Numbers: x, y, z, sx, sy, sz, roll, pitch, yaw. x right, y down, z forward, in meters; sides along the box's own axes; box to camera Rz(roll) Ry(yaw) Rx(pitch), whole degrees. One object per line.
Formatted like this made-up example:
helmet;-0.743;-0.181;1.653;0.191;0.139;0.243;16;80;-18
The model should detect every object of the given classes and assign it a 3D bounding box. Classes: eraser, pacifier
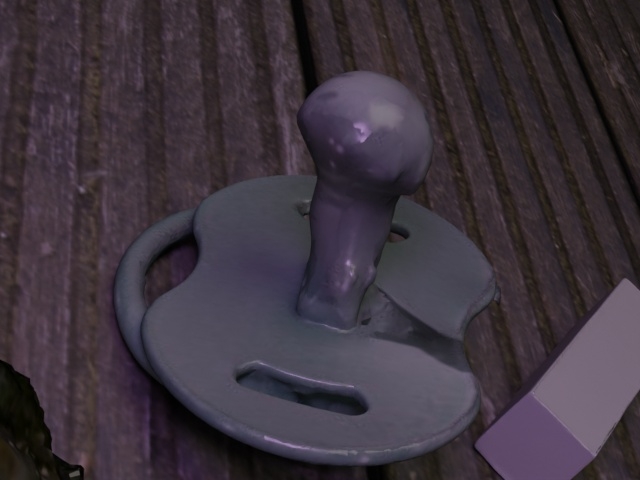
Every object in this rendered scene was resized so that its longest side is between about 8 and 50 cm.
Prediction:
eraser;0.237;0.128;1.290;0.076;0.078;0.298;45;31;7
pacifier;0.000;0.000;1.032;0.288;0.269;0.343;12;30;1

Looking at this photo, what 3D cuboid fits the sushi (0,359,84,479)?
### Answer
sushi;-0.194;0.165;0.559;0.352;0.178;0.294;59;16;-44
